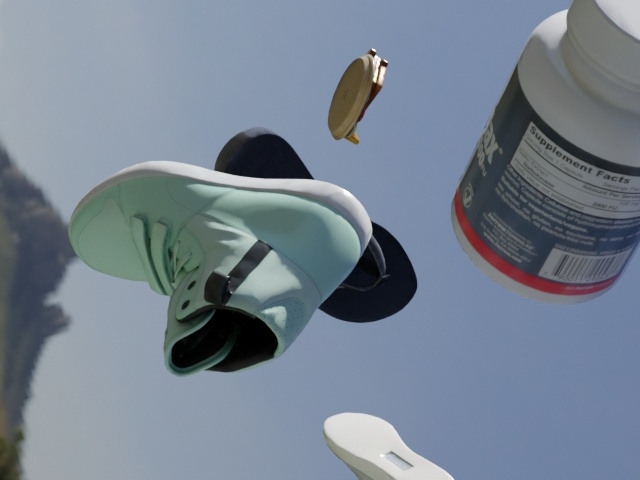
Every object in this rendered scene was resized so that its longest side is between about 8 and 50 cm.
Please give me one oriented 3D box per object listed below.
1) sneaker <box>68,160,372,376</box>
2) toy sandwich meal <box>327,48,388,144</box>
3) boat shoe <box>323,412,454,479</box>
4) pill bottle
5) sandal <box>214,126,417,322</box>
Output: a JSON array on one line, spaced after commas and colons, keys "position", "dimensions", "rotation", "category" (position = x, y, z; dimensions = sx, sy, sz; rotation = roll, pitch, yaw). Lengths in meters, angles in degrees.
[{"position": [-0.105, 0.023, 1.193], "dimensions": [0.256, 0.151, 0.094], "rotation": [0, -51, 35], "category": "sneaker"}, {"position": [0.034, -0.120, 1.435], "dimensions": [0.085, 0.029, 0.085], "rotation": [-56, -158, 37], "category": "toy sandwich meal"}, {"position": [0.065, 0.222, 1.598], "dimensions": [0.184, 0.066, 0.063], "rotation": [27, -53, 44], "category": "boat shoe"}, {"position": [0.145, -0.060, 0.898], "dimensions": [0.108, 0.108, 0.180], "rotation": [63, -32, 33], "category": "pill bottle"}, {"position": [-0.001, 0.000, 1.526], "dimensions": [0.254, 0.097, 0.054], "rotation": [40, -1, -36], "category": "sandal"}]
